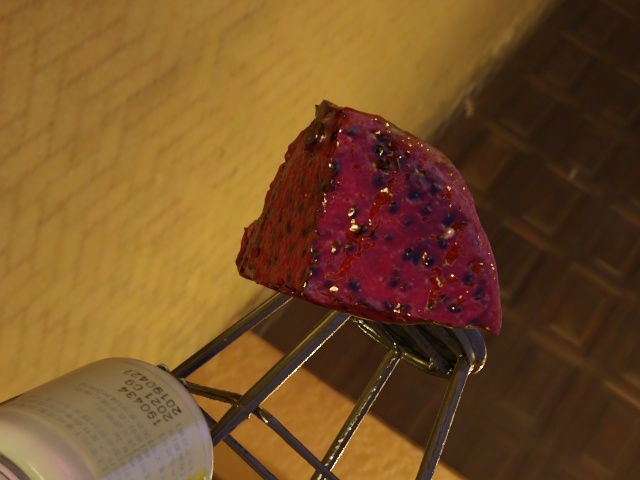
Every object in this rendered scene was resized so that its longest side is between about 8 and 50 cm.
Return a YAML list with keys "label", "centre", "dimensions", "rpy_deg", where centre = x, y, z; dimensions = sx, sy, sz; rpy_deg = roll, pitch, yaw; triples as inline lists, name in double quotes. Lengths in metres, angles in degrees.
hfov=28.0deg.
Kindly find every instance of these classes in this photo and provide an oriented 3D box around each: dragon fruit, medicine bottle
- label: "dragon fruit"
  centre: [0.000, 0.000, 1.457]
  dimensions: [0.240, 0.302, 0.330]
  rpy_deg: [-23, -172, -41]
- label: "medicine bottle"
  centre: [-0.278, 0.258, 1.287]
  dimensions: [0.213, 0.213, 0.379]
  rpy_deg: [-59, 165, 21]

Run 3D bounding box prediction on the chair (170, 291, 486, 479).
- label: "chair"
  centre: [0.007, 0.230, 1.825]
  dimensions: [0.410, 0.364, 0.362]
  rpy_deg: [-50, -160, -19]
